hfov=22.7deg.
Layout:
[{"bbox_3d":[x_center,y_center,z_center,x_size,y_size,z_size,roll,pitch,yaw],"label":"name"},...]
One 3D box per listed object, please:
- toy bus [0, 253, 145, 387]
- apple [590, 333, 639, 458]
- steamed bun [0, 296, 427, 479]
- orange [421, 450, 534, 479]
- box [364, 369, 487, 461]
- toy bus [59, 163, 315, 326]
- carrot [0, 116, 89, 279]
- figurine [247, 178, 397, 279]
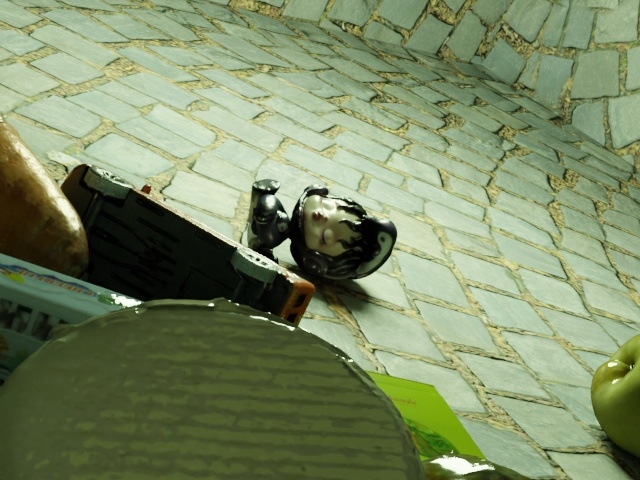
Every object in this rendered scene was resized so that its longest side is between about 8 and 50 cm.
[{"bbox_3d":[-0.244,0.118,1.639,0.329,0.136,0.109,20,21,-9],"label":"toy bus"},{"bbox_3d":[0.470,0.214,2.179,0.200,0.200,0.200,21,18,-7],"label":"apple"},{"bbox_3d":[-0.100,0.239,1.265,0.374,0.241,0.374,4,45,-4],"label":"steamed bun"},{"bbox_3d":[0.124,0.309,1.431,0.270,0.210,0.369,2,16,4],"label":"orange"},{"bbox_3d":[0.110,0.252,1.844,0.187,0.047,0.335,14,21,-26],"label":"box"},{"bbox_3d":[-0.180,0.032,1.966,0.329,0.143,0.153,28,9,15],"label":"toy bus"},{"bbox_3d":[-0.357,-0.032,1.894,0.225,0.159,0.159,35,21,24],"label":"carrot"},{"bbox_3d":[0.000,0.000,2.316,0.222,0.145,0.145,8,21,-12],"label":"figurine"}]
